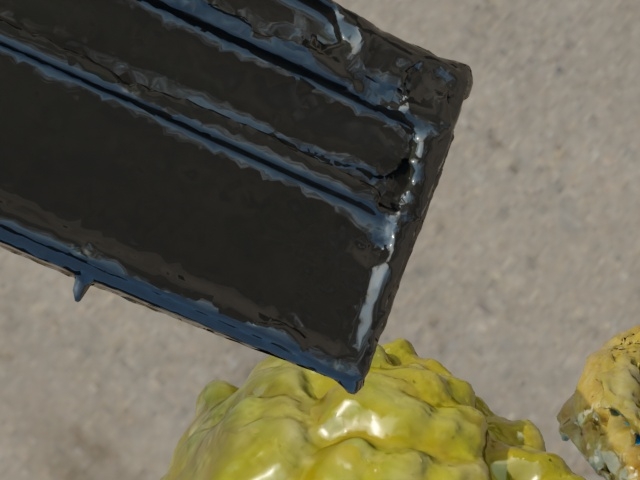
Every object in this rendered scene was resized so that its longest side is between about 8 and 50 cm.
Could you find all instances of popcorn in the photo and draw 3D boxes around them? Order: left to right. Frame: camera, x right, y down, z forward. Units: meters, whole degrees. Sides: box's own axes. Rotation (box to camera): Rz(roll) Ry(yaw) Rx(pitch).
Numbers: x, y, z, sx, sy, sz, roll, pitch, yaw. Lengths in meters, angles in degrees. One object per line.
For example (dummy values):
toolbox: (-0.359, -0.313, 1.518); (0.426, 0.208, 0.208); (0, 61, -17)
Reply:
popcorn: (0.022, 0.168, 0.840); (0.225, 0.249, 0.249); (24, 146, -25)

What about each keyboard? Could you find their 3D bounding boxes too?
keyboard: (-0.089, -0.051, 0.371); (0.250, 0.087, 0.017); (25, 165, -14)

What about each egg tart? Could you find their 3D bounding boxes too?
egg tart: (0.293, 0.160, 1.205); (0.290, 0.291, 0.107); (25, 118, 18)
